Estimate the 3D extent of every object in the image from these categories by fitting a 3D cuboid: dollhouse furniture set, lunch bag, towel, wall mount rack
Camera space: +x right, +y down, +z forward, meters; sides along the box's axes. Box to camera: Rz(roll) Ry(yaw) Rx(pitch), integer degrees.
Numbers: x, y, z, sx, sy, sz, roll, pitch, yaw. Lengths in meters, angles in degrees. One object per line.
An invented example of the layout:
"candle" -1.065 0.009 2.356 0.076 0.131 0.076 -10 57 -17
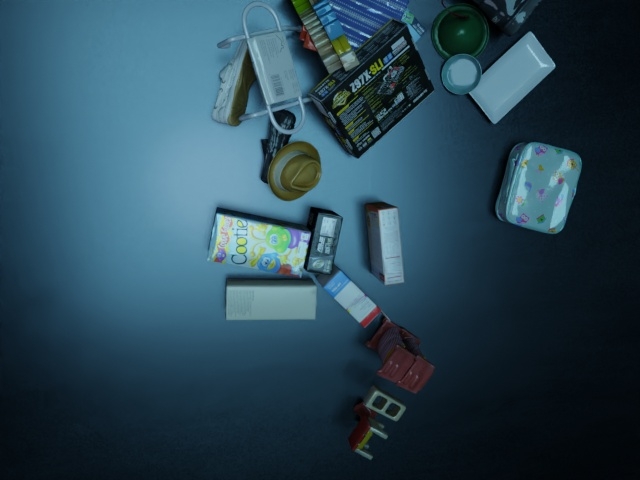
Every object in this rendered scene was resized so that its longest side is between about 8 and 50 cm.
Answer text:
"dollhouse furniture set" 0.180 0.462 1.896 0.152 0.201 0.374 31 100 -14
"lunch bag" 0.686 -0.174 1.912 0.224 0.108 0.279 13 96 -7
"towel" 0.128 -0.698 1.733 0.243 0.040 0.336 23 94 -2
"wall mount rack" -0.111 -0.471 1.654 0.304 0.130 0.350 -24 105 -31

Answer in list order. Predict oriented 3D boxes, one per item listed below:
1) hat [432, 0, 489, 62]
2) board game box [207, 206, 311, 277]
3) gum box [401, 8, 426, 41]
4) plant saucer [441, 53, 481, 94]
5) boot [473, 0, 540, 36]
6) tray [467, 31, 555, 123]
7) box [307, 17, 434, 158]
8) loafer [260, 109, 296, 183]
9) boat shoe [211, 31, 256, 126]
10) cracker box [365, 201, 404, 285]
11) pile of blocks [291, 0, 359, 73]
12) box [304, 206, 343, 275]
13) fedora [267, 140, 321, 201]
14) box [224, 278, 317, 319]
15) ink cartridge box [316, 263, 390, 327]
"hat" 0.430 -0.615 1.751 0.209 0.183 0.173 -12 102 -8
"board game box" -0.184 0.005 1.774 0.275 0.144 0.142 12 98 -11
"gum box" 0.195 -0.611 1.784 0.157 0.041 0.184 43 92 -13
"plant saucer" 0.431 -0.507 1.833 0.119 0.021 0.119 7 111 18
"boot" 0.498 -0.878 1.754 0.445 0.146 0.367 39 83 -6
"tray" 0.592 -0.506 1.878 0.270 0.030 0.145 -43 103 0
"box" 0.155 -0.428 1.727 0.322 0.079 0.257 -42 136 -2
"loafer" -0.139 -0.278 1.773 0.078 0.076 0.223 20 101 7
"boat shoe" -0.246 -0.464 1.708 0.096 0.098 0.277 14 83 22
"cracker box" 0.195 0.006 1.834 0.067 0.156 0.232 -7 101 -9
"pile of blocks" -0.024 -0.601 1.622 0.113 0.149 0.362 -28 73 6
"box" 0.000 0.000 1.803 0.078 0.147 0.180 10 99 -11
"fedora" -0.059 -0.195 1.759 0.194 0.079 0.194 -18 120 -34
"box" -0.152 0.178 1.835 0.275 0.094 0.113 2 100 -11
"ink cartridge box" 0.101 0.181 1.858 0.078 0.134 0.231 -45 103 -1
